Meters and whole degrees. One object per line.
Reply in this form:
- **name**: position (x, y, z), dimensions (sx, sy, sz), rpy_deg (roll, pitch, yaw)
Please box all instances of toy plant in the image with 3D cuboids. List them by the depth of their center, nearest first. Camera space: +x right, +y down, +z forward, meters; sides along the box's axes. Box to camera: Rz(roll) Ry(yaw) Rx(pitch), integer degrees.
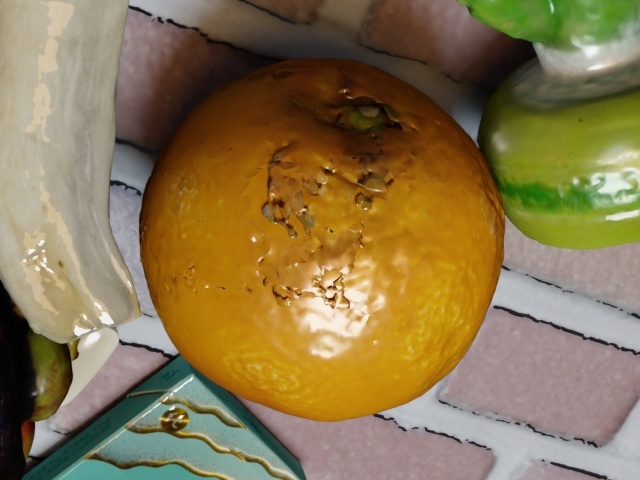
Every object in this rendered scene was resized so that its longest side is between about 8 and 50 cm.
- **toy plant**: position (0.172, -0.166, 0.936), dimensions (0.224, 0.184, 0.316), rpy_deg (-25, 113, -23)

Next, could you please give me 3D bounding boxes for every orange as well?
- **orange**: position (0.000, 0.000, 0.944), dimensions (0.246, 0.246, 0.246), rpy_deg (-6, 121, -10)

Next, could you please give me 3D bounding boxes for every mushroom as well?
- **mushroom**: position (-0.164, -0.108, 0.875), dimensions (0.123, 0.095, 0.351), rpy_deg (5, 103, 21)

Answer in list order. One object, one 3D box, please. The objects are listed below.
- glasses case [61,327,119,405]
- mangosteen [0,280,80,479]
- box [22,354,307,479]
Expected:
- **glasses case**: position (-0.187, 0.094, 1.079), dimensions (0.032, 0.021, 0.083), rpy_deg (32, 108, -26)
- **mangosteen**: position (-0.286, 0.100, 0.947), dimensions (0.302, 0.275, 0.275), rpy_deg (-20, 130, -42)
- **box**: position (-0.146, 0.213, 1.142), dimensions (0.229, 0.041, 0.162), rpy_deg (-38, 122, 6)
